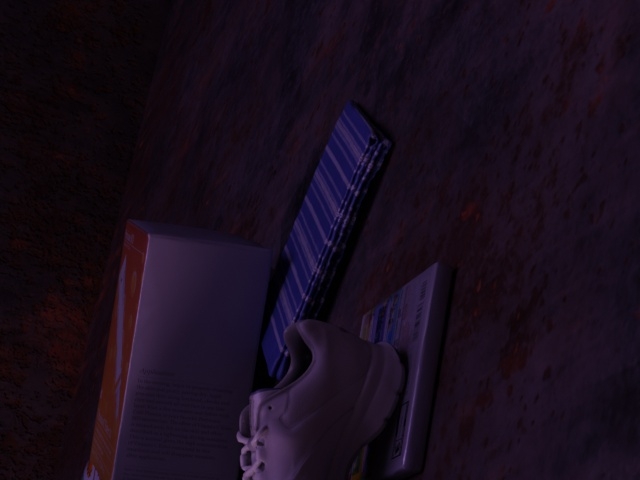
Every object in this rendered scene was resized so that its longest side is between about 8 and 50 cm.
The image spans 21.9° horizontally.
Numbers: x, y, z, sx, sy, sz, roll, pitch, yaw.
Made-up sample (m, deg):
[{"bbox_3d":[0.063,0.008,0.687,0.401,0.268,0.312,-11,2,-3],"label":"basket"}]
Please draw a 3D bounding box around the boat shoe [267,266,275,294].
[{"bbox_3d":[-0.081,0.067,2.272,0.046,0.038,0.125,-44,9,-22],"label":"boat shoe"}]

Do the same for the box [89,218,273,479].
[{"bbox_3d":[-0.188,0.159,2.194,0.215,0.168,0.345,-159,78,-75],"label":"box"}]

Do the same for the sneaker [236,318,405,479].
[{"bbox_3d":[-0.031,0.212,1.570,0.111,0.129,0.297,-20,45,60],"label":"sneaker"}]

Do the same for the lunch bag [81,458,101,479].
[{"bbox_3d":[-0.302,0.431,2.505,0.303,0.115,0.243,136,146,-59],"label":"lunch bag"}]

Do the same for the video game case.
[{"bbox_3d":[0.071,0.147,1.657,0.193,0.023,0.212,138,146,-62],"label":"video game case"}]

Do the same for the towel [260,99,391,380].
[{"bbox_3d":[0.000,0.000,2.080,0.243,0.040,0.336,-118,49,-73],"label":"towel"}]
